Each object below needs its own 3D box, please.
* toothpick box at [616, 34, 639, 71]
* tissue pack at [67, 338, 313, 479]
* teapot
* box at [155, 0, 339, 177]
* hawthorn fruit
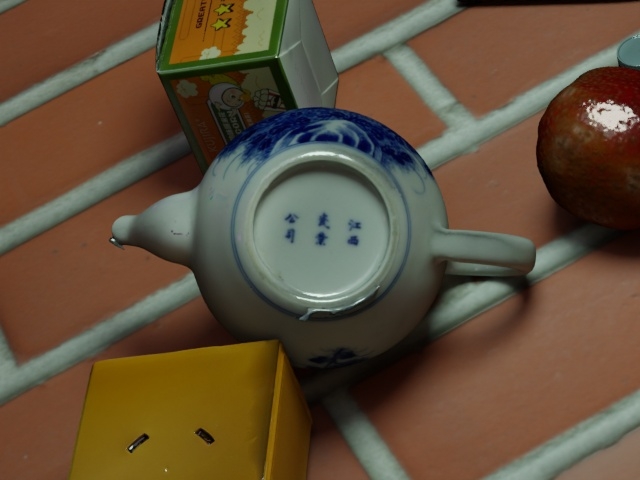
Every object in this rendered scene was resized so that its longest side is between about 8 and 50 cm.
[{"bbox_3d":[0.343,-0.171,1.792,0.052,0.083,0.052,-11,45,11],"label":"toothpick box"},{"bbox_3d":[-0.121,0.246,1.533,0.194,0.145,0.274,-5,46,13],"label":"tissue pack"},{"bbox_3d":[0.000,0.000,1.665,0.424,0.280,0.252,4,86,-1],"label":"teapot"},{"bbox_3d":[-0.079,-0.183,1.882,0.148,0.195,0.177,-5,48,15],"label":"box"},{"bbox_3d":[0.309,-0.085,1.674,0.188,0.169,0.169,23,60,31],"label":"hawthorn fruit"}]
